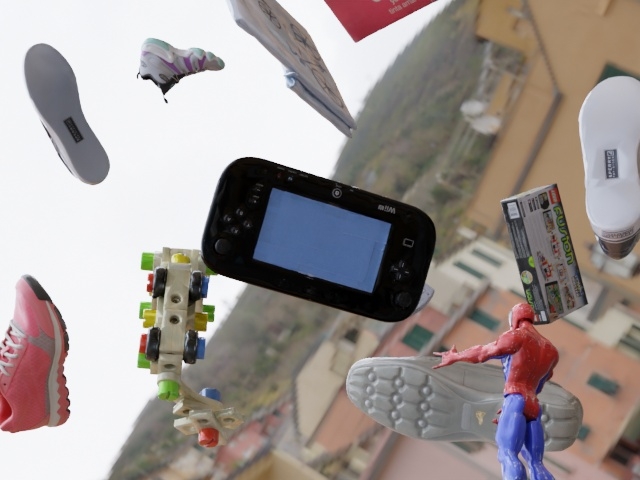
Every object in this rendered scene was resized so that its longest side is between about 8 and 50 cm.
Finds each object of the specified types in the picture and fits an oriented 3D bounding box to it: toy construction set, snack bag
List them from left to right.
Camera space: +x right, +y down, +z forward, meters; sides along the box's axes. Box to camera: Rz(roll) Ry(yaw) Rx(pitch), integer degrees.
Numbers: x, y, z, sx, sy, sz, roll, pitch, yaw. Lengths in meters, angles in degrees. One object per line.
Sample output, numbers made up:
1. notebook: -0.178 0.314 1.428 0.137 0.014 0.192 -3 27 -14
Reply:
1. toy construction set: -0.209 0.146 1.787 0.151 0.327 0.215 -7 -32 -15
2. snack bag: -0.082 -0.363 2.100 0.037 0.323 0.342 -38 -46 15

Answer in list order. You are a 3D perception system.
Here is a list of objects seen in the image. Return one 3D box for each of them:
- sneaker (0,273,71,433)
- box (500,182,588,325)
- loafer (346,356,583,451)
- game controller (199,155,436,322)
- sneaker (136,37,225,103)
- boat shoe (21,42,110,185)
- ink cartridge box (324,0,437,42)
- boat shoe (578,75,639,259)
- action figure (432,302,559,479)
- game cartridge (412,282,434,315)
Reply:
1. sneaker: -0.511 0.209 2.057 0.136 0.116 0.314 -17 -56 -30
2. box: 0.360 0.021 1.916 0.114 0.036 0.207 -19 -85 -43
3. loafer: 0.196 0.217 1.633 0.111 0.319 0.112 -40 -40 -70
4. game controller: 0.000 0.000 1.625 0.067 0.319 0.166 -141 69 -73
5. sneaker: -0.162 -0.188 1.370 0.038 0.098 0.069 83 -160 -81
6. boat shoe: -0.393 -0.189 1.827 0.080 0.076 0.228 -34 -74 -24
7. ink cartridge box: 0.038 -0.511 1.613 0.384 0.160 0.279 50 -135 -21
8. boat shoe: 0.450 -0.111 1.807 0.102 0.108 0.301 66 -155 -52
9. action figure: 0.197 0.205 1.333 0.139 0.091 0.280 -26 47 48
10. game cartridge: 0.165 0.106 2.173 0.083 0.056 0.017 -37 -35 -27
